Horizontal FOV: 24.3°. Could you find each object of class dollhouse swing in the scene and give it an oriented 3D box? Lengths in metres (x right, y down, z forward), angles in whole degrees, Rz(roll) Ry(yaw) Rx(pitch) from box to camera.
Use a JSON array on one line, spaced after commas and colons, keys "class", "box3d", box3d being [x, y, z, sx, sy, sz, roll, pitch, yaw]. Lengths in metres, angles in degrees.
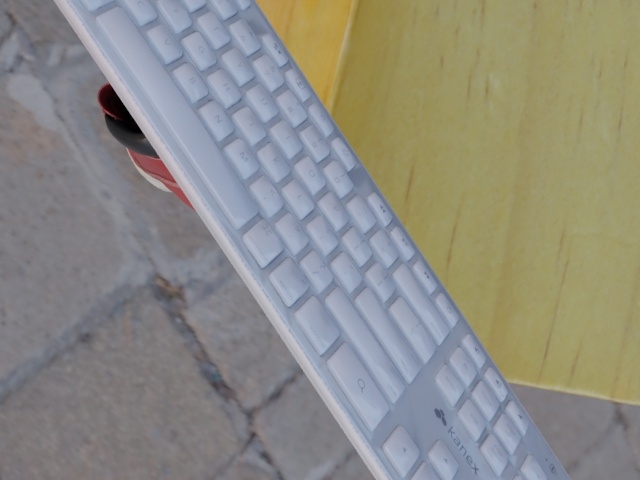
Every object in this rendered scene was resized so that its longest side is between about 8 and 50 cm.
[{"class": "dollhouse swing", "box3d": [0.044, -0.110, 0.765, 0.347, 0.305, 0.315, 14, 90, -43]}]

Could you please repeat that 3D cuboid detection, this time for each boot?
[{"class": "boot", "box3d": [-0.169, -0.116, 1.469, 0.088, 0.244, 0.176, -49, 126, -2]}]

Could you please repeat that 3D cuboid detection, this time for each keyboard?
[{"class": "keyboard", "box3d": [0.000, 0.000, 0.375, 0.256, 0.014, 0.072, 56, 28, -6]}]
